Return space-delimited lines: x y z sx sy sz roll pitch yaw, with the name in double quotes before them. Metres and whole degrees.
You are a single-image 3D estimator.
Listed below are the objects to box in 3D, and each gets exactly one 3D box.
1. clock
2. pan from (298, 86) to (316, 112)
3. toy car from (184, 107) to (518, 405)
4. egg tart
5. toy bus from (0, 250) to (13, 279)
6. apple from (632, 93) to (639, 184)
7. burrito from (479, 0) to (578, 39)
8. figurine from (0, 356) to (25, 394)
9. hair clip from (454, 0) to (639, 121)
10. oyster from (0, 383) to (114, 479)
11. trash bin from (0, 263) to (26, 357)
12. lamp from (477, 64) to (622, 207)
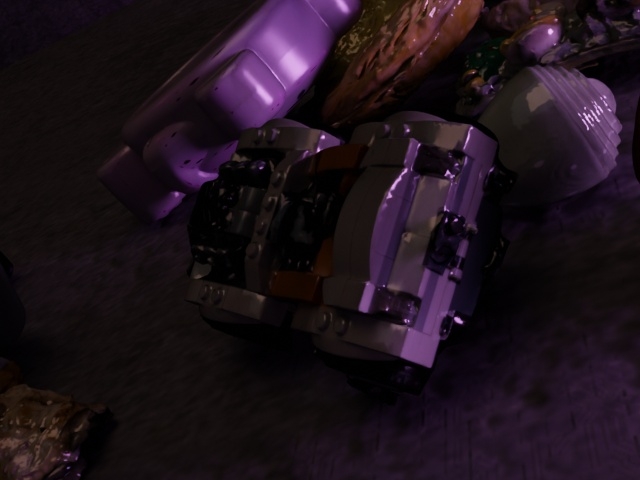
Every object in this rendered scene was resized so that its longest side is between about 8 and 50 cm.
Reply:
"clock" -0.105 -0.174 1.050 0.322 0.113 0.295 -22 26 52
"pan" 0.012 -0.185 1.137 0.068 0.023 0.115 2 38 47
"toy car" -0.002 -0.001 0.655 0.301 0.118 0.193 10 79 50
"egg tart" 0.087 -0.222 1.002 0.279 0.095 0.279 -49 17 21
"toy bus" -0.534 0.086 1.111 0.303 0.127 0.147 -45 24 -24
"apple" 0.259 -0.075 0.521 0.147 0.163 0.146 2 75 22
"burrito" 0.270 -0.244 0.932 0.230 0.063 0.058 -6 16 43
"figurine" -0.340 0.157 0.852 0.143 0.068 0.101 -30 13 42
"hair clip" 0.258 -0.203 0.827 0.321 0.091 0.138 -16 28 28
"oyster" -0.272 0.177 0.729 0.191 0.081 0.163 -45 34 -21
"trash bin" -0.497 0.017 0.917 0.344 0.223 0.158 18 56 15
"lamp" 0.143 -0.059 0.698 0.193 0.106 0.106 -34 25 11
